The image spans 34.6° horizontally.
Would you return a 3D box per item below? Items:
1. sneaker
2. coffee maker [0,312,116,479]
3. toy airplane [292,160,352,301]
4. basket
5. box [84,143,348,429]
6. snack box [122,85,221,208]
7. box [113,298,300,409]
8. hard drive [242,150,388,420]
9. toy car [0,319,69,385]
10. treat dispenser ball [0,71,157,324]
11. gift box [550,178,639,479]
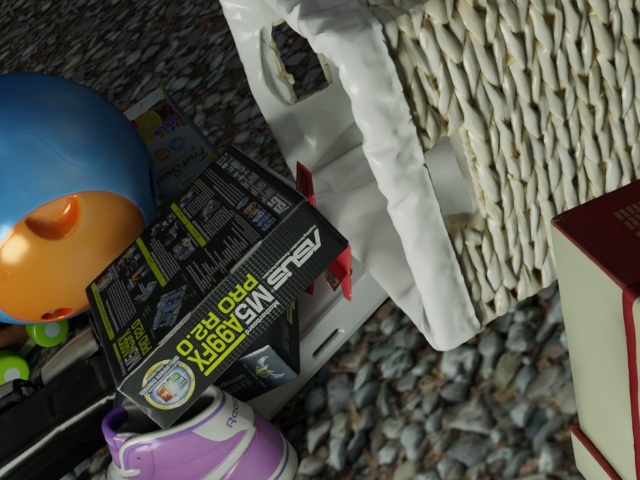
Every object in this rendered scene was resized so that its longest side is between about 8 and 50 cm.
[{"bbox_3d":[-0.180,0.220,0.949,0.282,0.161,0.102,-34,38,10],"label":"sneaker"},{"bbox_3d":[-0.267,0.190,1.091,0.178,0.120,0.171,-36,37,6],"label":"coffee maker"},{"bbox_3d":[0.000,0.000,0.976,0.028,0.151,0.151,-11,33,-15],"label":"toy airplane"},{"bbox_3d":[0.101,-0.147,0.910,0.266,0.328,0.331,-29,37,-8],"label":"basket"},{"bbox_3d":[-0.108,0.027,0.940,0.216,0.060,0.270,-46,23,-3],"label":"box"},{"bbox_3d":[-0.201,-0.117,1.336,0.100,0.141,0.037,-33,36,9],"label":"snack box"},{"bbox_3d":[-0.113,0.074,1.050,0.183,0.059,0.232,-27,38,18],"label":"box"},{"bbox_3d":[-0.083,0.039,1.149,0.233,0.047,0.353,-46,37,-7],"label":"hard drive"},{"bbox_3d":[-0.441,0.078,1.302,0.149,0.188,0.155,-51,37,-15],"label":"toy car"},{"bbox_3d":[-0.332,-0.047,1.176,0.288,0.288,0.288,-24,39,21],"label":"treat dispenser ball"},{"bbox_3d":[0.310,0.096,0.577,0.276,0.258,0.255,-19,35,-4],"label":"gift box"}]
